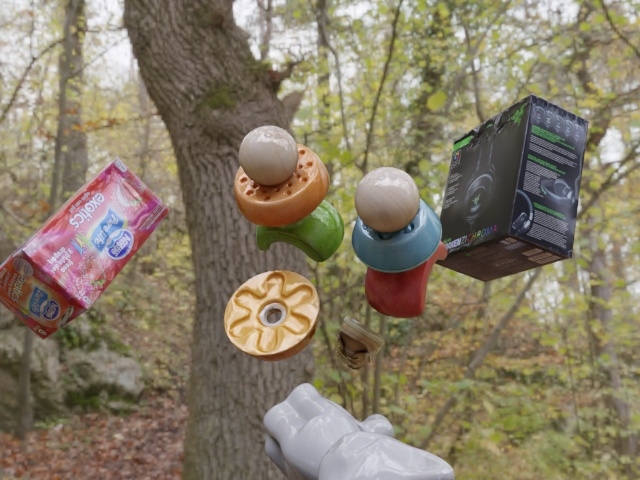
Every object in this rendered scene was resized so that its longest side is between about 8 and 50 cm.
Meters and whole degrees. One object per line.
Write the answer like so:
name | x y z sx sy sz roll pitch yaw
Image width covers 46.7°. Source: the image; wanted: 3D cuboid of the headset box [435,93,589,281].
headset box | 0.339 -0.093 1.334 0.131 0.283 0.246 20 -19 -18

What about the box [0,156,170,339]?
box | -0.355 0.007 1.105 0.128 0.257 0.123 -30 -69 35

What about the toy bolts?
toy bolts | 0.000 0.000 0.725 0.228 0.218 0.158 8 -34 22

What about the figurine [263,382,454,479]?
figurine | -0.027 0.180 0.443 0.215 0.092 0.209 -40 3 -11

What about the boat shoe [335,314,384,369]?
boat shoe | 0.041 0.119 0.823 0.050 0.045 0.135 33 -11 19
